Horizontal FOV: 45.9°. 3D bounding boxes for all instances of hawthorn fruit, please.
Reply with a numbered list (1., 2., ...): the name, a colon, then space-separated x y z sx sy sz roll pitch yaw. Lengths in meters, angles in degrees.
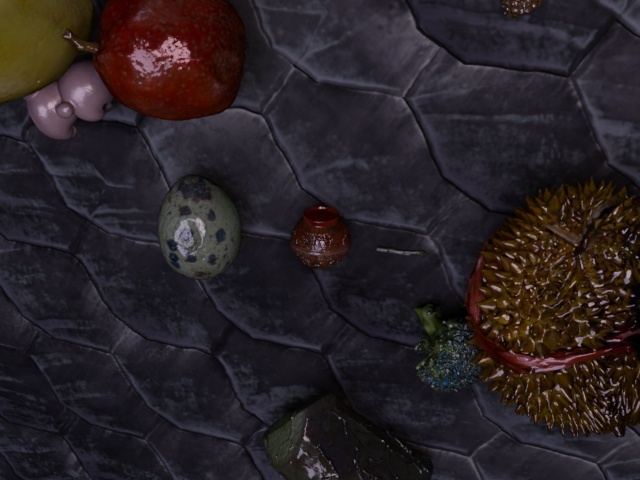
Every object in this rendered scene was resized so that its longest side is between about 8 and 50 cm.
1. hawthorn fruit: -0.233 -0.271 1.076 0.253 0.205 0.205 -1 123 -16

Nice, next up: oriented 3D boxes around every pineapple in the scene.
1. pineapple: 0.243 -0.353 0.973 0.058 0.058 0.124 -19 110 27

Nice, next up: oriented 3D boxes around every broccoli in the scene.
1. broccoli: 0.211 0.168 1.246 0.154 0.167 0.160 -35 66 20

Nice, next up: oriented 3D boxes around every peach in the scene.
1. peach: -0.487 -0.336 1.068 0.315 0.314 0.282 -16 114 -13

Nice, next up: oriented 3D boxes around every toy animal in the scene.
1. toy animal: -0.370 -0.242 1.220 0.212 0.124 0.124 -18 112 20

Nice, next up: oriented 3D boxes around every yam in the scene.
1. yam: 0.039 0.411 1.411 0.271 0.201 0.202 46 122 -2

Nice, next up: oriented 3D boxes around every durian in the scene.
1. durian: 0.369 0.101 1.043 0.347 0.347 0.385 -7 107 23

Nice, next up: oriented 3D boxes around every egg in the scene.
1. egg: -0.203 -0.022 1.268 0.141 0.141 0.182 2 111 18

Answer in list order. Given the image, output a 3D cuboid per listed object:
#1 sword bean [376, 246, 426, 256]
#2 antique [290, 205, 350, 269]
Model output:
1. sword bean: 0.133 0.019 1.252 0.083 0.012 0.012 5 120 15
2. antique: 0.000 0.000 1.234 0.104 0.104 0.104 9 121 14
